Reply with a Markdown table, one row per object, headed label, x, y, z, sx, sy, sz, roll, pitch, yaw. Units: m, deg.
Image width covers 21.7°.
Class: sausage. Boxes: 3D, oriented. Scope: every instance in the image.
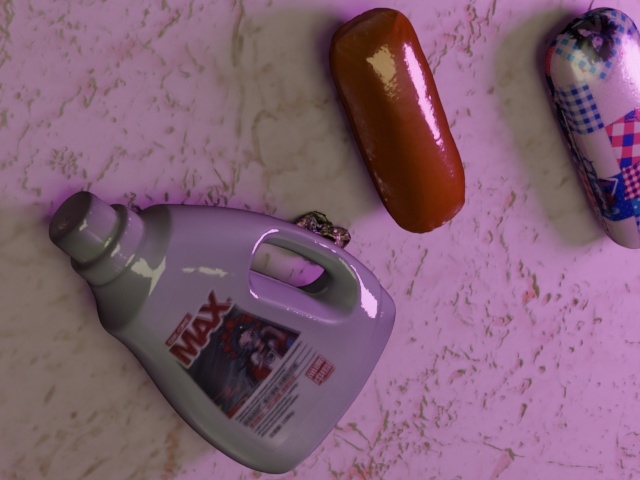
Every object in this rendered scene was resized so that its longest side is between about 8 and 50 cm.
| label | x | y | z | sx | sy | sz | roll | pitch | yaw |
| --- | --- | --- | --- | --- | --- | --- | --- | --- | --- |
| sausage | 0.088 | -0.129 | 1.845 | 0.105 | 0.105 | 0.274 | -32 | 123 | -14 |

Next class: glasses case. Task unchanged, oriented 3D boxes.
| label | x | y | z | sx | sy | sz | roll | pitch | yaw |
| --- | --- | --- | --- | --- | --- | --- | --- | --- | --- |
| glasses case | 0.362 | -0.130 | 2.014 | 0.125 | 0.076 | 0.327 | -34 | 123 | -11 |

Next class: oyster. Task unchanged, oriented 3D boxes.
| label | x | y | z | sx | sy | sz | roll | pitch | yaw |
| --- | --- | --- | --- | --- | --- | --- | --- | --- | --- |
| oyster | -0.002 | -0.002 | 1.896 | 0.083 | 0.019 | 0.054 | 32 | 93 | -35 |

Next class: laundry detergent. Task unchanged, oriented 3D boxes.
| label | x | y | z | sx | sy | sz | roll | pitch | yaw |
| --- | --- | --- | --- | --- | --- | --- | --- | --- | --- |
| laundry detergent | -0.116 | 0.063 | 1.801 | 0.398 | 0.124 | 0.264 | 39 | 90 | -33 |
